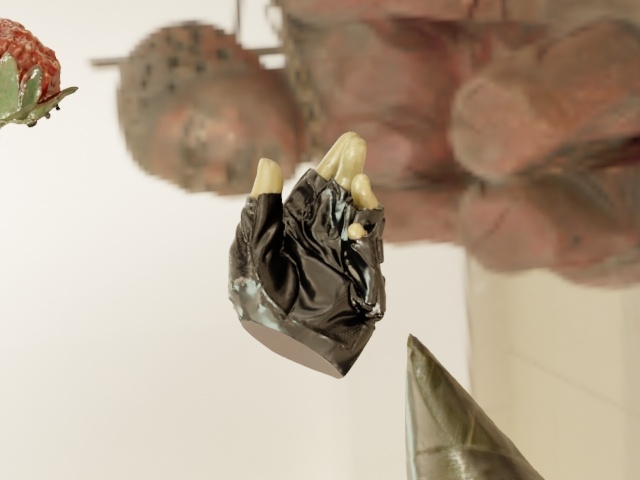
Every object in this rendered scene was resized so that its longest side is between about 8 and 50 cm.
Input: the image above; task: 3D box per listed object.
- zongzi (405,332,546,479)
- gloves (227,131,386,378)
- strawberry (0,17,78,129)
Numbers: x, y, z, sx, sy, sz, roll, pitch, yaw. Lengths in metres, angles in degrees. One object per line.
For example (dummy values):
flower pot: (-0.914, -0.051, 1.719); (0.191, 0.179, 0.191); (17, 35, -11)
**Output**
zongzi: (0.225, 0.315, 1.671); (0.403, 0.208, 0.432); (12, 119, 59)
gloves: (0.000, 0.000, 1.611); (0.203, 0.164, 0.124); (-63, 0, -17)
strawberry: (-0.309, -0.156, 1.562); (0.228, 0.174, 0.098); (-113, 4, -64)
